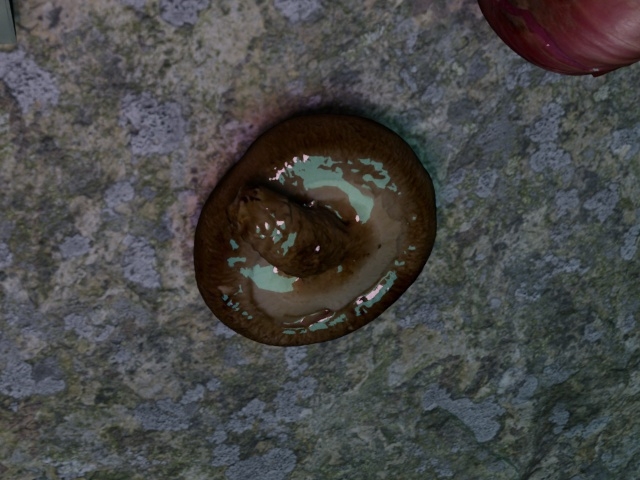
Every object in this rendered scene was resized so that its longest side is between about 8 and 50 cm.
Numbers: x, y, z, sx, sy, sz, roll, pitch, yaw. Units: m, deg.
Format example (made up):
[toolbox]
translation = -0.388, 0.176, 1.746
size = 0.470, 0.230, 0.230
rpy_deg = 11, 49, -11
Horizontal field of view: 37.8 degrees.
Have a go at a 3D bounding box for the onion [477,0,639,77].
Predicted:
[onion]
translation = 0.324, -0.358, 1.050
size = 0.354, 0.353, 0.353
rpy_deg = -9, 128, -12

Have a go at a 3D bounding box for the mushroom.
[mushroom]
translation = -0.004, -0.014, 1.282
size = 0.345, 0.239, 0.345
rpy_deg = -2, 144, -2

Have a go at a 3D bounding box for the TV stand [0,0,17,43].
[TV stand]
translation = -0.364, -0.311, 0.932
size = 0.088, 0.083, 0.269
rpy_deg = -6, 155, -14
